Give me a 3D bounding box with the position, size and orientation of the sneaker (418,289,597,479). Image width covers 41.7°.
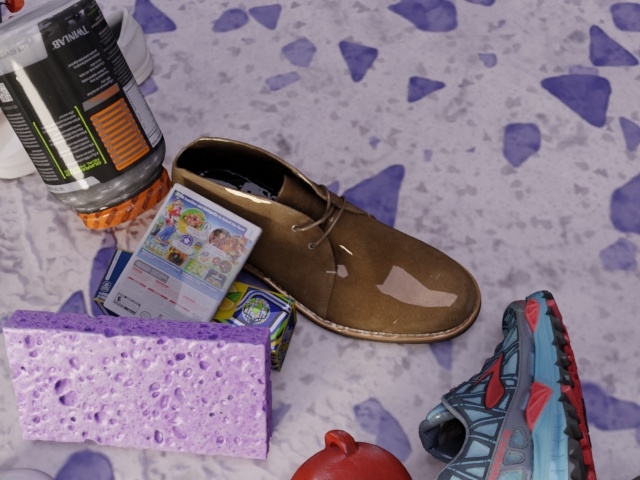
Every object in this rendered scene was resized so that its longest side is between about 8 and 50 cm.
[{"bbox_3d":[0.135,0.121,0.644,0.125,0.104,0.262,-12,19,16],"label":"sneaker"}]

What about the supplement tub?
[{"bbox_3d":[-0.215,-0.112,0.754,0.117,0.190,0.117,-18,27,9],"label":"supplement tub"}]

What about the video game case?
[{"bbox_3d":[-0.116,0.023,0.712,0.087,0.011,0.122,28,83,10],"label":"video game case"}]

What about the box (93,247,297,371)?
[{"bbox_3d":[-0.109,0.061,0.745,0.169,0.059,0.054,15,66,8],"label":"box"}]

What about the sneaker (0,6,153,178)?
[{"bbox_3d":[-0.263,-0.155,0.837,0.080,0.094,0.212,37,69,16],"label":"sneaker"}]

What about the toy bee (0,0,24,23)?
[{"bbox_3d":[-0.366,-0.230,0.841,0.162,0.195,0.298,-14,50,-34],"label":"toy bee"}]

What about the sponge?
[{"bbox_3d":[-0.145,0.118,0.689,0.210,0.117,0.031,4,28,3],"label":"sponge"}]

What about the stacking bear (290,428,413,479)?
[{"bbox_3d":[0.071,0.271,0.590,0.164,0.175,0.289,-25,57,-23],"label":"stacking bear"}]

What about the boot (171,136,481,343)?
[{"bbox_3d":[0.000,0.000,0.747,0.305,0.115,0.112,22,64,10],"label":"boot"}]

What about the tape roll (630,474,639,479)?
[{"bbox_3d":[0.269,0.262,0.565,0.219,0.072,0.219,28,37,-23],"label":"tape roll"}]

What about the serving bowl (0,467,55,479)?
[{"bbox_3d":[-0.250,0.225,0.682,0.083,0.027,0.083,0,64,1],"label":"serving bowl"}]
